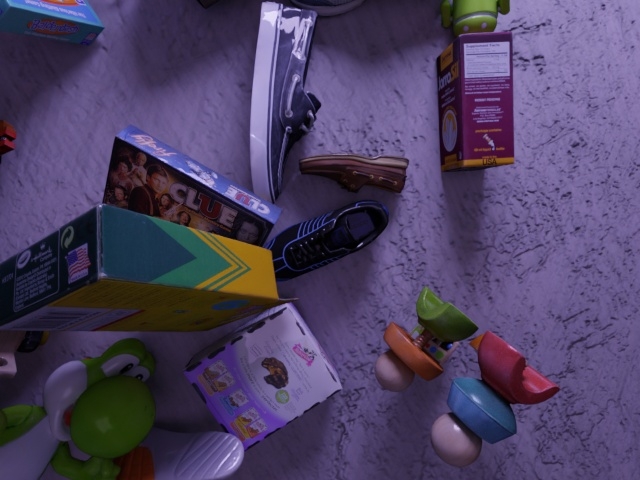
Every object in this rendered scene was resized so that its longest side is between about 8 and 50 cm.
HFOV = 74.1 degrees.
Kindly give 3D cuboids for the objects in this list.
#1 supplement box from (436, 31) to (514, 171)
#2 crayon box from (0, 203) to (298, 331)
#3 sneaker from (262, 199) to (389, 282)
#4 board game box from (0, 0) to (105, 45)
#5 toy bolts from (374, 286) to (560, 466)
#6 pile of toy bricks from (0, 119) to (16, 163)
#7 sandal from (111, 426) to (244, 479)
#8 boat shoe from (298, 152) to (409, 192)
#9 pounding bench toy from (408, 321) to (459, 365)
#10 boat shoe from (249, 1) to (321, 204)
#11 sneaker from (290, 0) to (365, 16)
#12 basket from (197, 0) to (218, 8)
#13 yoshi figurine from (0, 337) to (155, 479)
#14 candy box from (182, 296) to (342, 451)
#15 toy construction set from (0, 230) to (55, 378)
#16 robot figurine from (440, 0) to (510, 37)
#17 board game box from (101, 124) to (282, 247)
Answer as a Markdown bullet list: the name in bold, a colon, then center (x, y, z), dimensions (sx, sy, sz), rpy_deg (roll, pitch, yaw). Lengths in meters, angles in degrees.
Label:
- **supplement box**: center (0.237, -0.206, 0.656), dimensions (0.080, 0.104, 0.189), rpy_deg (-4, 95, -3)
- **crayon box**: center (-0.200, 0.060, 0.553), dimensions (0.202, 0.318, 0.081), rpy_deg (-21, 68, 25)
- **sneaker**: center (0.000, 0.000, 0.668), dimensions (0.232, 0.090, 0.082), rpy_deg (-29, 97, -1)
- **board game box**: center (-0.421, -0.376, 0.570), dimensions (0.047, 0.160, 0.210), rpy_deg (-31, 98, 22)
- **toy bolts**: center (0.198, 0.204, 0.584), dimensions (0.218, 0.228, 0.159), rpy_deg (39, 92, -14)
- **pile of toy bricks**: center (-0.554, -0.170, 0.624), dimensions (0.212, 0.118, 0.105), rpy_deg (-16, 68, 14)
- **sandal**: center (-0.237, 0.360, 0.665), dimensions (0.264, 0.102, 0.076), rpy_deg (-6, 121, 16)
- **boat shoe**: center (0.053, -0.106, 0.675), dimensions (0.177, 0.064, 0.060), rpy_deg (2, 95, -7)
- **pounding bench toy**: center (0.181, 0.184, 0.716), dimensions (0.065, 0.052, 0.083), rpy_deg (38, 92, -6)
- **boat shoe**: center (-0.050, -0.199, 0.644), dimensions (0.102, 0.108, 0.302), rpy_deg (5, 89, -4)
- **sneaker**: center (0.079, -0.420, 0.617), dimensions (0.282, 0.122, 0.110), rpy_deg (-13, 96, -2)
- **basket**: center (-0.121, -0.455, 0.592), dimensions (0.226, 0.154, 0.204), rpy_deg (-40, 97, 5)
- **yoshi figurine**: center (-0.380, 0.288, 0.578), dimensions (0.362, 0.204, 0.203), rpy_deg (-40, 79, -24)
- **candy box**: center (-0.090, 0.216, 0.693), dimensions (0.196, 0.070, 0.165), rpy_deg (-32, 96, 0)
- **toy construction set**: center (-0.514, 0.063, 0.597), dimensions (0.308, 0.257, 0.237), rpy_deg (36, 105, 14)
- **robot figurine**: center (0.240, -0.364, 0.660), dimensions (0.101, 0.067, 0.116), rpy_deg (1, 96, 24)
- **board game box**: center (-0.199, -0.038, 0.636), dimensions (0.243, 0.042, 0.165), rpy_deg (29, 126, -6)
